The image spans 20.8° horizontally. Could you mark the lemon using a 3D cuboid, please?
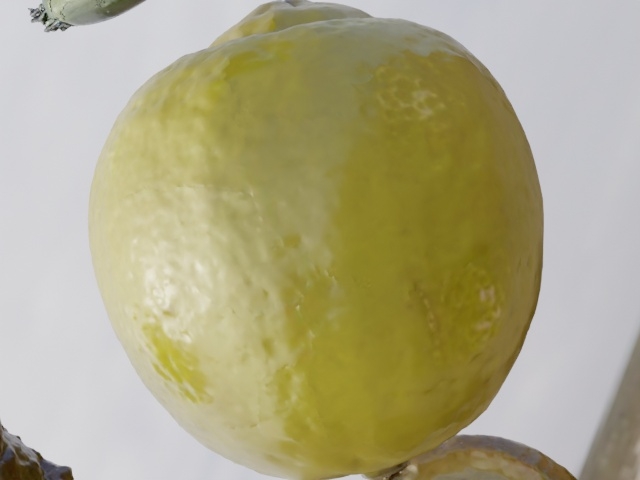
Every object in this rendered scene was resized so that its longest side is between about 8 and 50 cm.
[{"bbox_3d":[0.000,0.000,1.242,0.348,0.348,0.348,21,-90,-78],"label":"lemon"}]

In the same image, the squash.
[{"bbox_3d":[-0.213,-0.301,1.931,0.331,0.087,0.087,-25,24,41],"label":"squash"}]

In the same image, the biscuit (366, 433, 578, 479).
[{"bbox_3d":[0.159,0.337,1.788,0.102,0.296,0.296,83,-150,-65],"label":"biscuit"}]

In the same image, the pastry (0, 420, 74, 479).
[{"bbox_3d":[-0.262,0.198,1.193,0.103,0.189,0.188,46,-125,-29],"label":"pastry"}]
